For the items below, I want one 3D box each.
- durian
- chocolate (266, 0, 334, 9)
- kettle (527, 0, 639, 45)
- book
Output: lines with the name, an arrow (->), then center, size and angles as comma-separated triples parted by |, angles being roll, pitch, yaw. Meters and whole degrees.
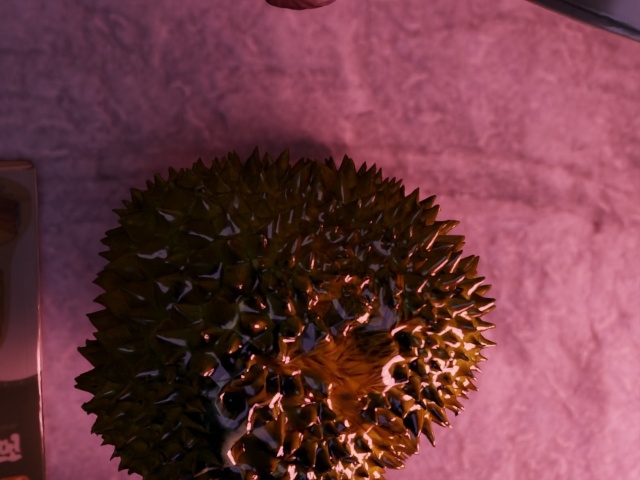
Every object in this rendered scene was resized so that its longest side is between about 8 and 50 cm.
durian -> -0.036, 0.066, 0.984 | 0.291, 0.224, 0.291 | 5, 115, 11
chocolate -> 0.019, -0.221, 0.982 | 0.072, 0.072, 0.167 | 35, 101, -14
kettle -> 0.207, -0.285, 0.891 | 0.265, 0.205, 0.318 | 2, 116, -39
book -> -0.296, 0.079, 1.055 | 0.202, 0.027, 0.264 | -7, 111, -25
